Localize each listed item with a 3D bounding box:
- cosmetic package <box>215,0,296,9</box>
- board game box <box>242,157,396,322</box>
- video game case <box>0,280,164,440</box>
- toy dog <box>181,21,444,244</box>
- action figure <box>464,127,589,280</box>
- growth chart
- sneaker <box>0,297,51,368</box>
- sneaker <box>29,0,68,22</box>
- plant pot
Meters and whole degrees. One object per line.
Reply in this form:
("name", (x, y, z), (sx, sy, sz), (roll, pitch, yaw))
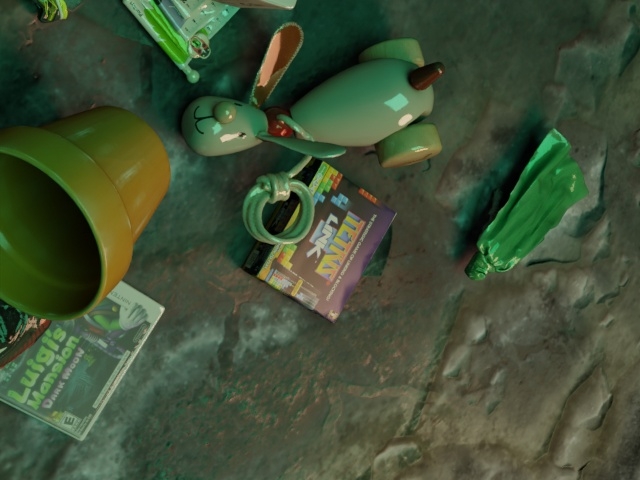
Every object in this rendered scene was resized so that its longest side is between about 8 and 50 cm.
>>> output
("cosmetic package", (-0.102, -0.362, 1.317), (0.151, 0.151, 0.183), (13, 95, -32))
("board game box", (0.000, 0.000, 1.552), (0.141, 0.048, 0.170), (32, 84, -32))
("video game case", (-0.299, 0.118, 1.414), (0.173, 0.022, 0.190), (36, 83, -32))
("toy dog", (0.019, -0.161, 1.439), (0.334, 0.161, 0.220), (-32, 86, -25))
("action figure", (0.281, -0.033, 1.704), (0.232, 0.063, 0.137), (-49, 123, -17))
("growth chart", (-0.136, -0.327, 1.407), (0.172, 0.021, 0.237), (43, 78, -30))
("sneaker", (-0.404, 0.117, 1.272), (0.276, 0.135, 0.097), (-22, 97, -23))
("sneaker", (-0.304, -0.275, 1.310), (0.035, 0.031, 0.083), (-31, 116, -21))
("plant pot", (-0.262, -0.050, 1.288), (0.188, 0.205, 0.205), (-49, 127, -48))
